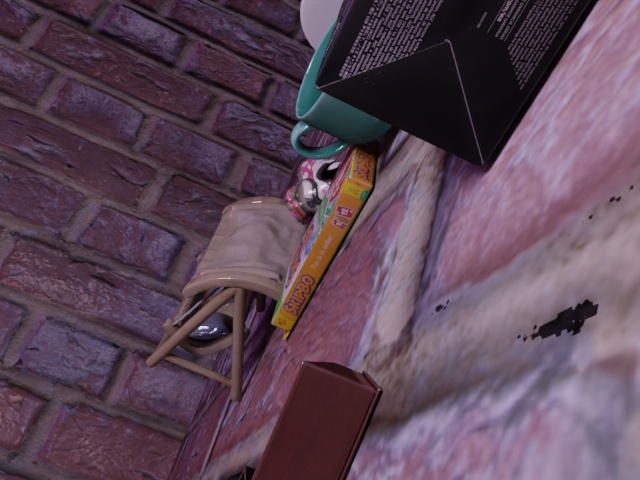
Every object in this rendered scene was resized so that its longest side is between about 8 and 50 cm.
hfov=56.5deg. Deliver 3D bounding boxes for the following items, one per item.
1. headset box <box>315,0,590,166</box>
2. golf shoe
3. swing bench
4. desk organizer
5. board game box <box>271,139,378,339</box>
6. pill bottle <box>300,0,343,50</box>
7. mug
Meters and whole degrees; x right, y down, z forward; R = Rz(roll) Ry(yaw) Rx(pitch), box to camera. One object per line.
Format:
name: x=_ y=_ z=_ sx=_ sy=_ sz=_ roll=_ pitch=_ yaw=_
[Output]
headset box: x=0.098 y=-0.211 z=0.401 sx=0.293 sy=0.110 sz=0.218 roll=-82 pitch=18 yaw=-63
golf shoe: x=0.007 y=-0.090 z=0.898 sx=0.086 sy=0.067 sz=0.186 roll=-31 pitch=20 yaw=22
swing bench: x=-0.143 y=0.075 z=1.000 sx=0.253 sy=0.165 sz=0.255 roll=-78 pitch=14 yaw=-58
desk organizer: x=-0.015 y=0.136 z=0.363 sx=0.047 sy=0.050 sz=0.130 roll=-171 pitch=104 yaw=-82
board game box: x=0.000 y=0.000 z=0.747 sx=0.124 sy=0.039 sz=0.259 roll=-77 pitch=10 yaw=-56
pill bottle: x=0.076 y=-0.367 z=0.770 sx=0.176 sy=0.176 sz=0.319 roll=124 pitch=167 yaw=-53
mug: x=0.039 y=-0.168 z=0.664 sx=0.157 sy=0.097 sz=0.130 roll=-36 pitch=37 yaw=57
